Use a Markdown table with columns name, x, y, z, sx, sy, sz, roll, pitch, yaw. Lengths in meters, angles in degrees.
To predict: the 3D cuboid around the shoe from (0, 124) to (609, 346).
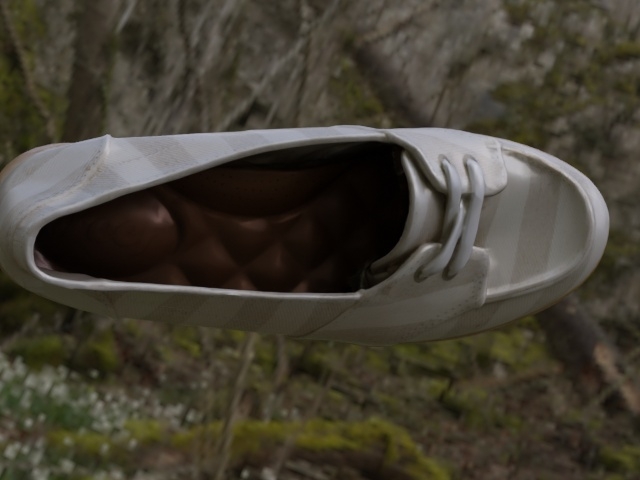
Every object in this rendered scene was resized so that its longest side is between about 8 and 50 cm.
| name | x | y | z | sx | sy | sz | roll | pitch | yaw |
| --- | --- | --- | --- | --- | --- | --- | --- | --- | --- |
| shoe | 0.000 | 0.000 | 0.545 | 0.219 | 0.076 | 0.058 | -1 | 3 | -15 |
